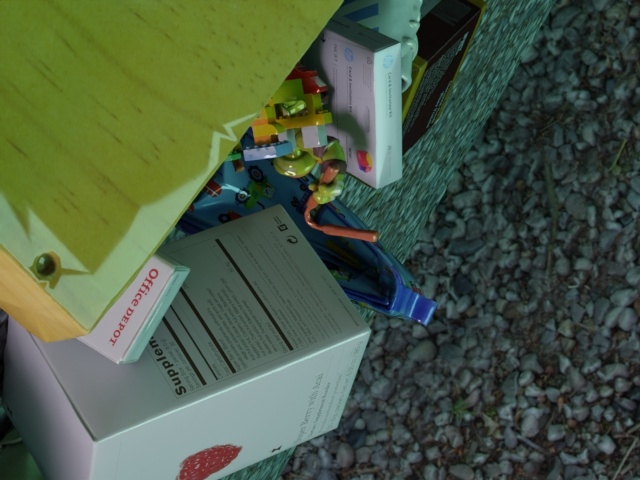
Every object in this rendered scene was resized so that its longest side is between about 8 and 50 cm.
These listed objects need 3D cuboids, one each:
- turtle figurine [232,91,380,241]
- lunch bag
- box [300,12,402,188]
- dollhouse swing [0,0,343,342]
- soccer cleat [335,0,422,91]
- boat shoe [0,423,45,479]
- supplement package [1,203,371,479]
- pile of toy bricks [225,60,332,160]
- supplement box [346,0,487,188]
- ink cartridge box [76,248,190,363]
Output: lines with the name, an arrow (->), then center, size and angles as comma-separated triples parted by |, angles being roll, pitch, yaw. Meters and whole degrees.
turtle figurine -> -0.031, -0.125, 1.629 | 0.087, 0.269, 0.217 | -34, 137, -15
lunch bag -> 0.000, 0.000, 1.877 | 0.138, 0.293, 0.221 | -59, 168, -1
box -> 0.004, -0.150, 1.684 | 0.038, 0.186, 0.145 | -24, 127, -32
dollhouse swing -> -0.196, -0.140, 1.265 | 0.347, 0.305, 0.315 | -55, 127, -19
soccer cleat -> 0.064, -0.240, 1.909 | 0.331, 0.143, 0.116 | -55, 168, -18
boat shoe -> -0.278, 0.204, 1.764 | 0.302, 0.109, 0.094 | -57, 158, -59
supplement package -> -0.131, 0.121, 1.653 | 0.293, 0.175, 0.177 | -21, 149, -27
pile of toy bricks -> -0.108, -0.119, 1.516 | 0.118, 0.212, 0.105 | -21, 104, -62
supplement box -> 0.079, -0.206, 2.102 | 0.194, 0.129, 0.191 | -46, 163, -47
ink cartridge box -> -0.197, 0.032, 1.515 | 0.099, 0.135, 0.056 | -59, 170, 4
